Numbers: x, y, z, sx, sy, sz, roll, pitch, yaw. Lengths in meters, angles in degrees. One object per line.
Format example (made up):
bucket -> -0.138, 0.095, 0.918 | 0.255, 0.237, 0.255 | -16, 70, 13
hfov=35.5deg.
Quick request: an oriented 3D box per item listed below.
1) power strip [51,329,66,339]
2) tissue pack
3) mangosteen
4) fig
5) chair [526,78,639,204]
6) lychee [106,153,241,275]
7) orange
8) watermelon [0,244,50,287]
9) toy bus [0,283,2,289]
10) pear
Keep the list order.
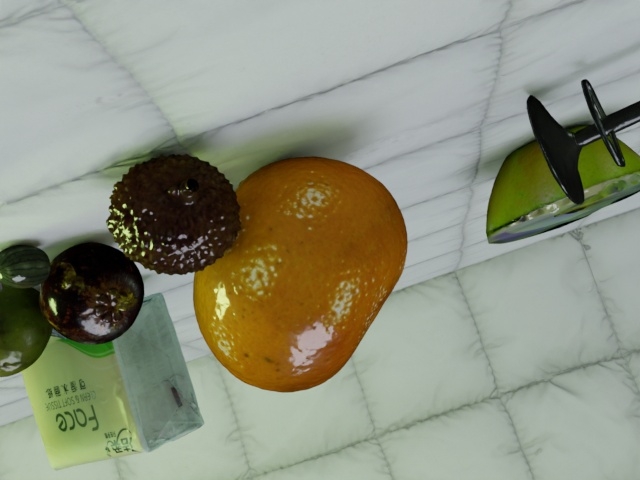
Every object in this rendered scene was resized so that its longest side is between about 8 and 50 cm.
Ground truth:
power strip -> -0.607, 0.165, 2.038 | 0.216, 0.044, 0.137 | -2, 156, 23
tissue pack -> -0.497, 0.334, 2.317 | 0.405, 0.331, 0.205 | -21, 177, 43
mangosteen -> -0.436, 0.092, 1.852 | 0.192, 0.192, 0.217 | -9, -164, -40
fig -> -0.587, 0.161, 1.881 | 0.181, 0.181, 0.191 | -27, -178, 37
chair -> 0.591, -0.241, 1.755 | 0.401, 0.226, 0.226 | -25, 167, 24
lychee -> -0.218, -0.042, 1.499 | 0.200, 0.200, 0.238 | -13, 162, -24
orange -> -0.045, 0.049, 1.715 | 0.424, 0.326, 0.424 | -56, 172, -12
watermelon -> -0.512, 0.045, 1.708 | 0.078, 0.078, 0.111 | -24, 166, 26
toy bus -> -0.625, 0.077, 1.741 | 0.131, 0.052, 0.037 | -8, 169, -35
pear -> 0.536, -0.140, 2.270 | 0.399, 0.165, 0.399 | -18, 169, -4
